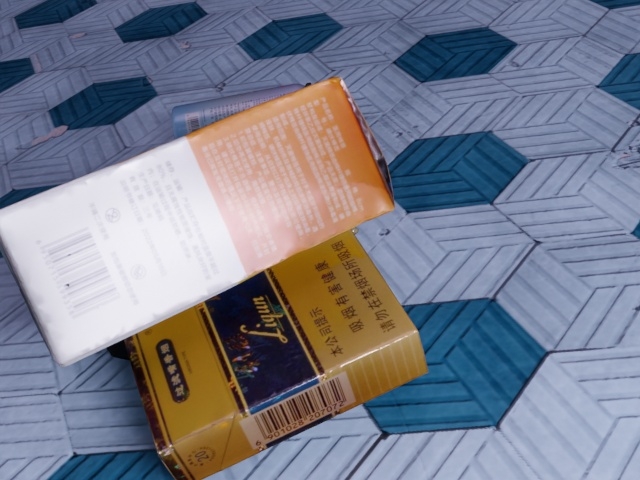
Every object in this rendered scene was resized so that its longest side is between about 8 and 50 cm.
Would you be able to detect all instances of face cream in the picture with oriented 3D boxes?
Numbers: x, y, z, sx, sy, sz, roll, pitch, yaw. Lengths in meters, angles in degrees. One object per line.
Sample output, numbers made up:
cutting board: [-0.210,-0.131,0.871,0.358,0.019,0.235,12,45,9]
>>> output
face cream: [-0.090,-0.173,1.286,0.229,0.075,0.075,-9,34,4]

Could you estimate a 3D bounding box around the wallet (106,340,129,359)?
wallet: [-0.090,0.089,0.933,0.250,0.044,0.149,10,37,30]

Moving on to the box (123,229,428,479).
box: [-0.044,0.100,0.814,0.237,0.070,0.152,-22,43,-7]

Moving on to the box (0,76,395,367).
box: [-0.128,-0.025,0.881,0.341,0.143,0.225,-24,8,-18]

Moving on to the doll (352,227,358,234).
doll: [0.000,-0.009,1.037,0.061,0.051,0.093,-5,28,-36]
